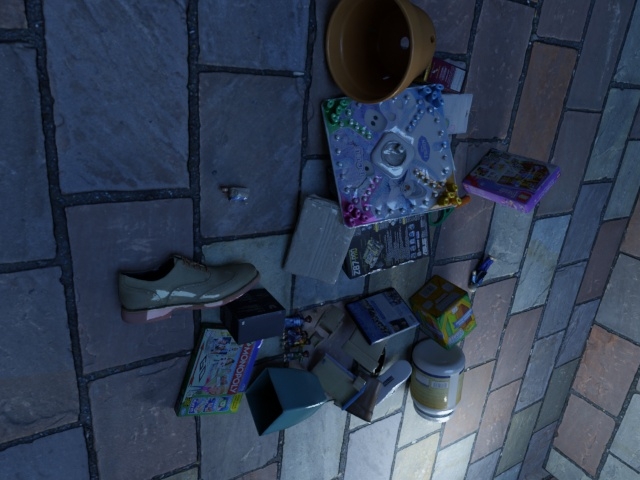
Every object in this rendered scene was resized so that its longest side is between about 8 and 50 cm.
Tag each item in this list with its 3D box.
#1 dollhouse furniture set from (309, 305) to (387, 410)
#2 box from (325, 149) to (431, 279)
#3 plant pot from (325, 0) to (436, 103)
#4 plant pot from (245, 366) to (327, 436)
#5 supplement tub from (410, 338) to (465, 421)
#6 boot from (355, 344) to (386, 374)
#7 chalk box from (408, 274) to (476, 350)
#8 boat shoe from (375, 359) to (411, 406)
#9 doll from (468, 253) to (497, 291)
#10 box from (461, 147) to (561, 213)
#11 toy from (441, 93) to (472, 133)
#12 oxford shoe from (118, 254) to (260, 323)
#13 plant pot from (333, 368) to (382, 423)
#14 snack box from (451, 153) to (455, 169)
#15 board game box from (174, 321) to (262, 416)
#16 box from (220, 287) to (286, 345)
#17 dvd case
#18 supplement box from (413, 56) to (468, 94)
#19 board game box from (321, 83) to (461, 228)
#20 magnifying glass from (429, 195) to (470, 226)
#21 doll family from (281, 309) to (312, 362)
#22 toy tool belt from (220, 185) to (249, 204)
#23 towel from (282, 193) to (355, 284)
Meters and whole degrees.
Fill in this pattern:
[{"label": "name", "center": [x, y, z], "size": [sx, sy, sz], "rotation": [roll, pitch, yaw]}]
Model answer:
[{"label": "dollhouse furniture set", "center": [0.071, 0.431, 1.708], "size": [0.303, 0.286, 0.198], "rotation": [-55, 174, 30]}, {"label": "box", "center": [0.205, -0.090, 1.511], "size": [0.318, 0.097, 0.395], "rotation": [-17, 117, -11]}, {"label": "plant pot", "center": [0.187, -0.547, 1.254], "size": [0.203, 0.290, 0.291], "rotation": [-29, 125, -40]}, {"label": "plant pot", "center": [-0.107, 0.553, 1.578], "size": [0.234, 0.166, 0.165], "rotation": [9, 130, -42]}, {"label": "supplement tub", "center": [0.519, 0.626, 2.010], "size": [0.228, 0.228, 0.317], "rotation": [-16, 118, -28]}, {"label": "boot", "center": [0.231, 0.388, 1.785], "size": [0.112, 0.115, 0.306], "rotation": [1, 108, -32]}, {"label": "chalk box", "center": [0.531, 0.329, 1.917], "size": [0.180, 0.179, 0.289], "rotation": [-38, 126, -14]}, {"label": "boat shoe", "center": [0.265, 0.626, 1.924], "size": [0.301, 0.108, 0.102], "rotation": [-38, 150, -7]}, {"label": "doll", "center": [0.734, 0.152, 2.061], "size": [0.129, 0.046, 0.189], "rotation": [17, 107, -47]}, {"label": "box", "center": [0.724, -0.236, 1.723], "size": [0.201, 0.293, 0.057], "rotation": [-46, 131, -8]}, {"label": "toy", "center": [0.416, -0.446, 1.577], "size": [0.237, 0.056, 0.137], "rotation": [-10, 119, -25]}, {"label": "oxford shoe", "center": [-0.355, 0.110, 1.255], "size": [0.396, 0.140, 0.147], "rotation": [-15, 111, -31]}, {"label": "plant pot", "center": [0.162, 0.621, 1.807], "size": [0.167, 0.166, 0.165], "rotation": [41, 71, -39]}, {"label": "snack box", "center": [0.339, -0.328, 1.536], "size": [0.187, 0.060, 0.322], "rotation": [-30, 129, -2]}, {"label": "board game box", "center": [-0.328, 0.422, 1.467], "size": [0.213, 0.046, 0.318], "rotation": [12, 103, -36]}, {"label": "box", "center": [-0.211, 0.231, 1.387], "size": [0.155, 0.158, 0.093], "rotation": [-7, 114, -31]}, {"label": "dvd case", "center": [0.234, 0.280, 1.694], "size": [0.252, 0.180, 0.022], "rotation": [-14, 143, -33]}, {"label": "supplement box", "center": [0.378, -0.544, 1.475], "size": [0.188, 0.104, 0.081], "rotation": [3, 108, -35]}, {"label": "board game box", "center": [0.226, -0.263, 1.370], "size": [0.389, 0.050, 0.390], "rotation": [-12, 95, -11]}, {"label": "magnifying glass", "center": [0.515, -0.128, 1.806], "size": [0.230, 0.026, 0.092], "rotation": [-24, 122, -21]}, {"label": "doll family", "center": [-0.080, 0.338, 1.575], "size": [0.111, 0.076, 0.193], "rotation": [-6, 120, -11]}, {"label": "toy tool belt", "center": [-0.243, -0.127, 1.277], "size": [0.083, 0.052, 0.051], "rotation": [-2, 103, -32]}, {"label": "towel", "center": [0.000, 0.000, 1.437], "size": [0.187, 0.049, 0.282], "rotation": [17, 113, -7]}]
